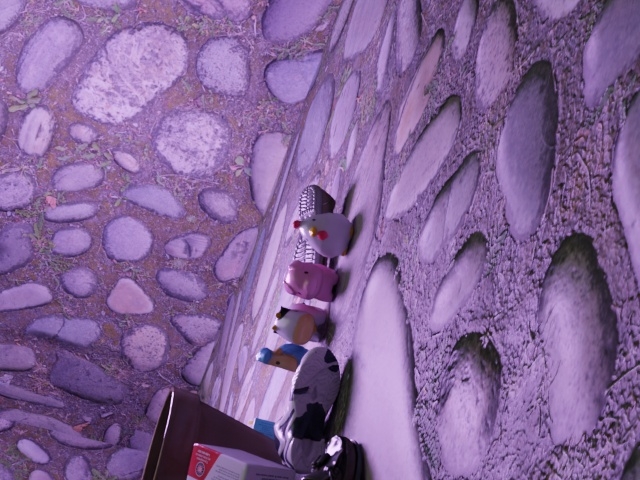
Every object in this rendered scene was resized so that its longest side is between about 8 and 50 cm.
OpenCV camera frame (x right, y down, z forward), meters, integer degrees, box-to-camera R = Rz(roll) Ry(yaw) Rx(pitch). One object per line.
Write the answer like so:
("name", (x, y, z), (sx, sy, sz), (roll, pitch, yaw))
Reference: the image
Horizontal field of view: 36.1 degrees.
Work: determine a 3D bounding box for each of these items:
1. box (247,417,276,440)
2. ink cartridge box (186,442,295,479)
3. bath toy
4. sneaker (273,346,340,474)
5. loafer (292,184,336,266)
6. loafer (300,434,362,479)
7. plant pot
("box", (-0.162, 0.542, 2.299), (0.100, 0.060, 0.244), (139, 145, -73))
("ink cartridge box", (-0.168, 0.527, 1.783), (0.197, 0.114, 0.273), (3, 78, 54))
("bath toy", (-0.034, 0.102, 2.094), (0.151, 0.129, 0.348), (-141, 68, -79))
("sneaker", (-0.036, 0.322, 1.858), (0.153, 0.094, 0.235), (153, 123, -65))
("loafer", (0.000, 0.000, 2.234), (0.094, 0.087, 0.251), (-7, 75, 52))
("loafer", (0.002, 0.391, 1.497), (0.096, 0.084, 0.268), (-49, 15, 33))
("plant pot", (-0.224, 0.501, 2.080), (0.323, 0.280, 0.323), (-164, 90, -80))
